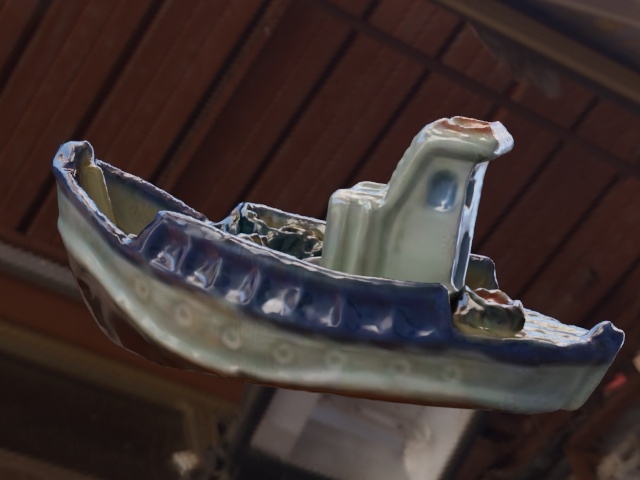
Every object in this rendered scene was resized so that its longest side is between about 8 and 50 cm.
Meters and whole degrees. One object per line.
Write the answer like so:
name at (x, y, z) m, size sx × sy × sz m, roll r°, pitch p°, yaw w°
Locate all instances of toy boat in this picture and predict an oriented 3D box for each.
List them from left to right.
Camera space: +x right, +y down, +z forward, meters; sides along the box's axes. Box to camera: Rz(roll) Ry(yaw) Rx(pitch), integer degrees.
toy boat at (0.000, 0.000, 0.585) m, size 0.262 × 0.114 × 0.115 m, roll 7°, pitch -84°, yaw 18°
